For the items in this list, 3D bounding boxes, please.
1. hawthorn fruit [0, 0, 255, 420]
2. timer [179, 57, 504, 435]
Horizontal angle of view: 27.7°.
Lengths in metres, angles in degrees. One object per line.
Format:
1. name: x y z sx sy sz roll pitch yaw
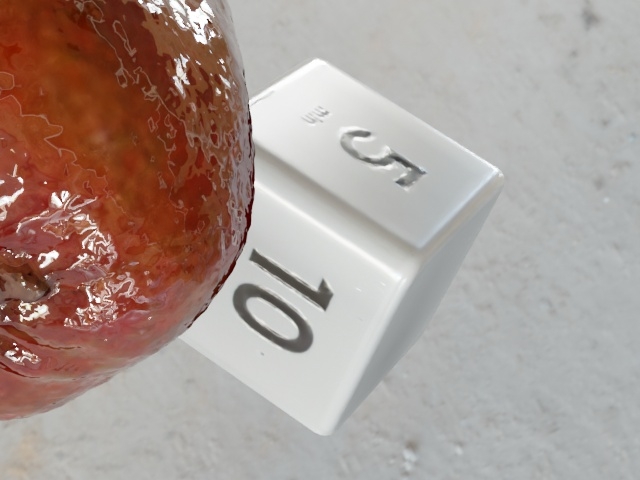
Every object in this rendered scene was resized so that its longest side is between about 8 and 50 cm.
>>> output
1. hawthorn fruit: -0.164 -0.067 0.644 0.265 0.265 0.307 24 33 -25
2. timer: 0.000 0.000 1.029 0.195 0.192 0.194 34 36 13
